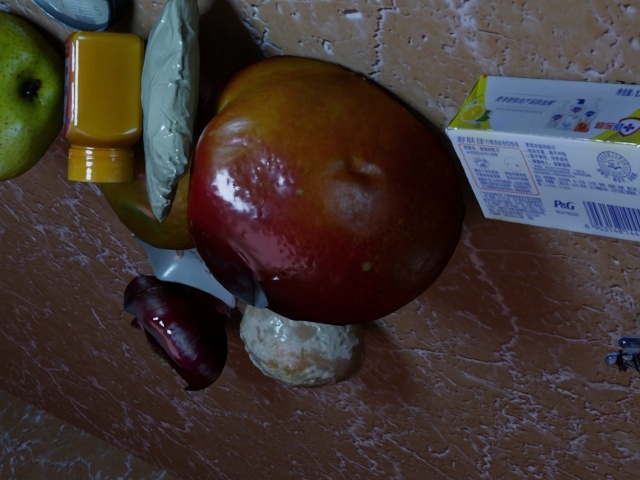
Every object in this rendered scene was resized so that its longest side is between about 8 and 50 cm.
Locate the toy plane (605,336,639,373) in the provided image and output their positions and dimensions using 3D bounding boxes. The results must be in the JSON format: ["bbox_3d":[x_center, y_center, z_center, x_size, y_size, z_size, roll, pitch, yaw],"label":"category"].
[{"bbox_3d":[0.490,0.186,1.618,0.169,0.078,0.246,-10,137,18],"label":"toy plane"}]

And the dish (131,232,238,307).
[{"bbox_3d":[-0.242,0.033,2.231,0.212,0.077,0.151,18,149,31],"label":"dish"}]

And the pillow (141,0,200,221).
[{"bbox_3d":[-0.217,-0.188,1.643,0.076,0.274,0.281,4,167,-12],"label":"pillow"}]

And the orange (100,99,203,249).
[{"bbox_3d":[-0.261,-0.106,1.956,0.262,0.196,0.334,53,158,-3],"label":"orange"}]

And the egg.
[{"bbox_3d":[-0.030,0.169,2.077,0.233,0.195,0.195,21,152,-1],"label":"egg"}]

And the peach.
[{"bbox_3d":[-0.020,-0.049,1.600,0.406,0.310,0.335,38,150,-1],"label":"peach"}]

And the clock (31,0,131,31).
[{"bbox_3d":[-0.386,-0.405,1.740,0.226,0.049,0.226,28,153,16],"label":"clock"}]

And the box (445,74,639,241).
[{"bbox_3d":[0.299,-0.097,1.373,0.265,0.097,0.168,9,142,41],"label":"box"}]

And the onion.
[{"bbox_3d":[-0.272,0.164,2.381,0.272,0.195,0.272,53,174,8],"label":"onion"}]

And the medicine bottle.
[{"bbox_3d":[-0.330,-0.200,1.761,0.112,0.222,0.149,1,-174,-17],"label":"medicine bottle"}]

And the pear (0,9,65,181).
[{"bbox_3d":[-0.553,-0.244,1.954,0.294,0.294,0.294,28,152,16],"label":"pear"}]
